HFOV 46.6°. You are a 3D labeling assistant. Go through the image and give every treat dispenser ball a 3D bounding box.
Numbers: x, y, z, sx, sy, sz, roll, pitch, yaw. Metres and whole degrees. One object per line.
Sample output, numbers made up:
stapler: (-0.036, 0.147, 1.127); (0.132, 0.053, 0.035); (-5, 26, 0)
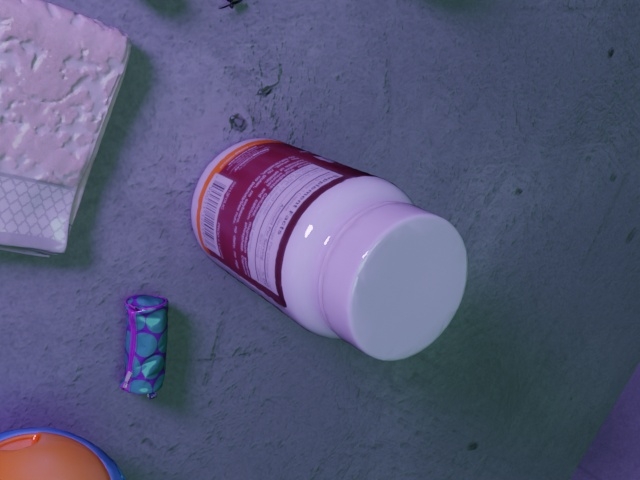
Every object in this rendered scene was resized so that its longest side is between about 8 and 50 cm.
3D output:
treat dispenser ball: (-0.386, 0.392, 0.971); (0.288, 0.288, 0.288); (-14, 115, -31)

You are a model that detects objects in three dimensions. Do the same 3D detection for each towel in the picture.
towel: (-0.413, -0.145, 0.875); (0.332, 0.053, 0.316); (11, 101, -45)

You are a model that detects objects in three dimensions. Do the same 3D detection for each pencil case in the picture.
pencil case: (-0.265, 0.157, 1.111); (0.070, 0.065, 0.151); (-19, 120, -57)

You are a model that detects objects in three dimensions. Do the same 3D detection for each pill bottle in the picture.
pill bottle: (0.000, 0.000, 1.029); (0.224, 0.392, 0.224); (-14, 115, -31)

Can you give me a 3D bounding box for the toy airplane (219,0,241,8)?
toy airplane: (-0.136, -0.393, 1.014); (0.151, 0.028, 0.151); (-13, 115, -30)
